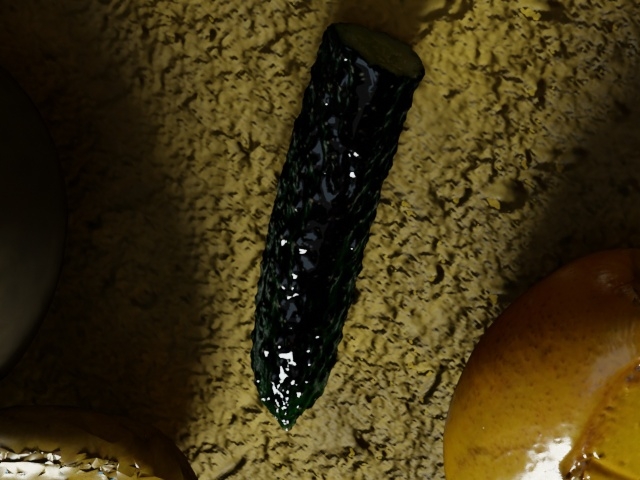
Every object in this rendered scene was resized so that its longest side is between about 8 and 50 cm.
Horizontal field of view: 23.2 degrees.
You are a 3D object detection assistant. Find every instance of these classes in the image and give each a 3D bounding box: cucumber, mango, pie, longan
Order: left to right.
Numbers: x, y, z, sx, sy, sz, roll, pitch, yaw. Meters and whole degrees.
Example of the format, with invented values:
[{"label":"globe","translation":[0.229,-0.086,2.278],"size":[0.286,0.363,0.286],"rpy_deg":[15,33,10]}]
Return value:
[{"label":"longan","translation":[-0.281,-0.013,0.988],"size":[0.258,0.258,0.258],"rpy_deg":[6,115,12]},{"label":"pie","translation":[-0.209,0.168,1.085],"size":[0.273,0.069,0.273],"rpy_deg":[5,154,2]},{"label":"cucumber","translation":[-0.002,-0.001,1.019],"size":[0.072,0.072,0.300],"rpy_deg":[19,117,6]},{"label":"mango","translation":[0.162,0.116,1.000],"size":[0.154,0.126,0.252],"rpy_deg":[20,125,-7]}]
